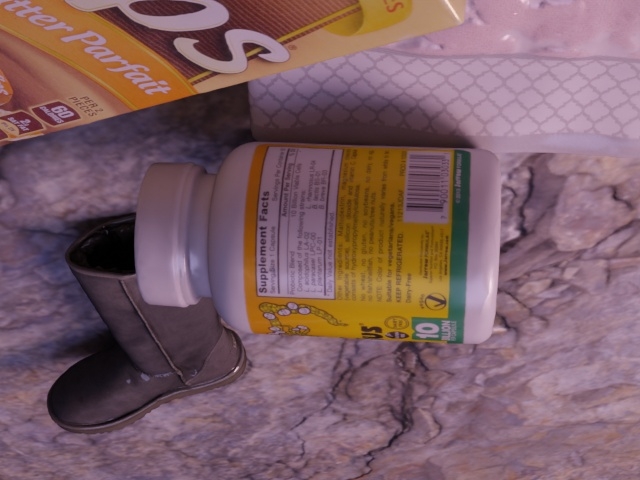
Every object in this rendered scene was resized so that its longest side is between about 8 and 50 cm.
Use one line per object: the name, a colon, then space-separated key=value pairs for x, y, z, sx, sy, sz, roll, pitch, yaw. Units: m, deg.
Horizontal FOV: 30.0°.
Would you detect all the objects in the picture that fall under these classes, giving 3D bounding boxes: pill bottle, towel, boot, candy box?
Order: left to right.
candy box: x=-0.112 y=-0.144 z=0.533 sx=0.316 sy=0.088 sz=0.183 roll=-9 pitch=146 yaw=30
boot: x=-0.155 y=0.069 z=0.934 sx=0.189 sy=0.076 sz=0.208 roll=-23 pitch=153 yaw=-2
pill bottle: x=0.000 y=0.000 z=0.716 sx=0.208 sy=0.118 sz=0.117 roll=2 pitch=147 yaw=5
towel: x=0.108 y=-0.144 z=0.614 sx=0.331 sy=0.053 sz=0.317 roll=4 pitch=149 yaw=4
